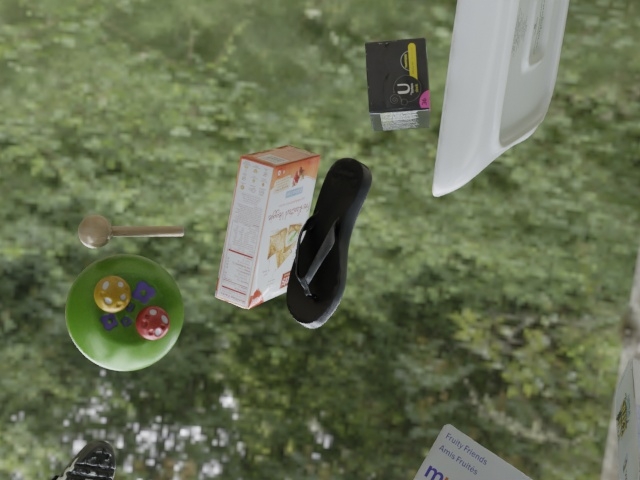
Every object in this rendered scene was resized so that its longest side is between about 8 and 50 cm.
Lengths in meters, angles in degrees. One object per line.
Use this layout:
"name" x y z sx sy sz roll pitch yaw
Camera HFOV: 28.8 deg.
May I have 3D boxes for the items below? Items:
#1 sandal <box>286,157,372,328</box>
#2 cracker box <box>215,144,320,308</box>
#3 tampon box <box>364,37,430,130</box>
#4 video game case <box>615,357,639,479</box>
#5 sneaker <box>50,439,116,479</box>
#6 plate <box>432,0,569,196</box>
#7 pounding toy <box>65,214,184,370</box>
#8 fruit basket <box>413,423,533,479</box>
"sandal" 0.000 -0.001 1.805 0.097 0.254 0.054 8 170 42
"cracker box" -0.081 -0.023 1.946 0.067 0.232 0.156 19 -161 22
"tampon box" 0.129 -0.255 2.064 0.101 0.120 0.161 -4 175 4
"video game case" 0.416 0.226 1.175 0.270 0.061 0.244 16 -157 6
"sneaker" -0.372 0.374 1.826 0.078 0.234 0.106 16 -160 -30
"plate" 0.176 -0.194 1.104 0.045 0.277 0.278 14 -160 20
"pounding toy" -0.288 0.078 1.898 0.183 0.236 0.110 5 171 -17
"fruit basket" 0.174 0.435 1.374 0.327 0.353 0.165 33 -167 30
